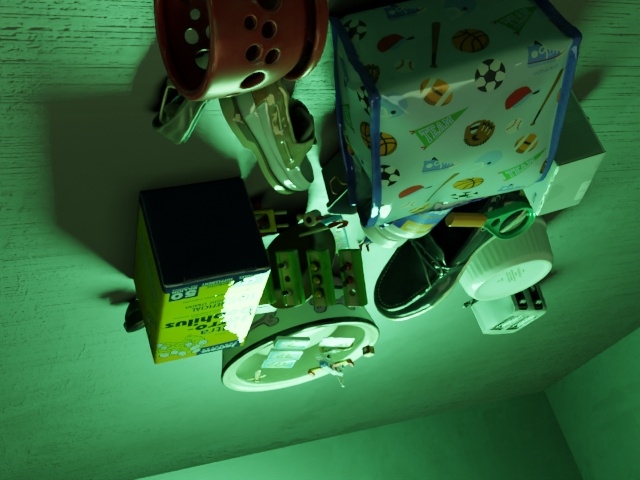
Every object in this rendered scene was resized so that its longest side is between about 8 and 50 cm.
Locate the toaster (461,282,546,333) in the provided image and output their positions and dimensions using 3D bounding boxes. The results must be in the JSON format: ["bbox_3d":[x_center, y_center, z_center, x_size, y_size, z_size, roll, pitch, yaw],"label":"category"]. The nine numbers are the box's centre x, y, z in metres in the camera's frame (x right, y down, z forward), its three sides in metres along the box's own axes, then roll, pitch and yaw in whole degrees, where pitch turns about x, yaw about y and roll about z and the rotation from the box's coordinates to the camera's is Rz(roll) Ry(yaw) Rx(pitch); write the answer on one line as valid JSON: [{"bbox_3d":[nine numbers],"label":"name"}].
[{"bbox_3d":[0.557,0.200,2.602,0.168,0.110,0.185,5,146,-41],"label":"toaster"}]

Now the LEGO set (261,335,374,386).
[{"bbox_3d":[-0.002,0.281,2.029,0.244,0.060,0.182,3,149,-17],"label":"LEGO set"}]

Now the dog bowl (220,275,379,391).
[{"bbox_3d":[-0.066,0.229,2.165,0.407,0.150,0.408,-15,155,-7],"label":"dog bowl"}]

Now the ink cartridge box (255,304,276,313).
[{"bbox_3d":[-0.145,0.095,1.861,0.088,0.123,0.052,-6,152,-26],"label":"ink cartridge box"}]

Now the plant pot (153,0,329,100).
[{"bbox_3d":[-0.093,-0.274,1.066,0.174,0.191,0.191,-11,154,-26],"label":"plant pot"}]

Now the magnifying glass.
[{"bbox_3d":[0.340,-0.039,1.728,0.230,0.026,0.092,2,133,-35],"label":"magnifying glass"}]

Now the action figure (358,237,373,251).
[{"bbox_3d":[0.133,-0.010,1.965,0.038,0.030,0.115,7,143,-36],"label":"action figure"}]

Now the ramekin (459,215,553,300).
[{"bbox_3d":[0.462,0.049,2.203,0.272,0.127,0.273,-15,155,-7],"label":"ramekin"}]

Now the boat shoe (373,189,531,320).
[{"bbox_3d":[0.260,-0.003,1.895,0.156,0.187,0.500,7,138,-41],"label":"boat shoe"}]

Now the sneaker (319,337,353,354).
[{"bbox_3d":[0.038,0.254,2.082,0.083,0.032,0.037,-8,161,-1],"label":"sneaker"}]

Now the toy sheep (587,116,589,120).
[{"bbox_3d":[0.485,-0.219,1.726,0.091,0.091,0.132,-9,140,-21],"label":"toy sheep"}]

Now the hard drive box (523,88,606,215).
[{"bbox_3d":[0.391,-0.191,1.534,0.089,0.232,0.181,-16,156,-7],"label":"hard drive box"}]

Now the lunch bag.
[{"bbox_3d":[0.195,-0.193,1.369,0.327,0.239,0.386,-16,141,-5],"label":"lunch bag"}]

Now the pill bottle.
[{"bbox_3d":[0.185,-0.099,1.669,0.152,0.152,0.272,-3,150,-32],"label":"pill bottle"}]

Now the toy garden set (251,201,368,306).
[{"bbox_3d":[-0.043,0.028,1.632,0.244,0.204,0.049,-1,-166,29],"label":"toy garden set"}]

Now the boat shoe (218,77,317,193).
[{"bbox_3d":[-0.057,-0.167,1.401,0.103,0.113,0.302,-19,155,12],"label":"boat shoe"}]

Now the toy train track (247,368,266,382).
[{"bbox_3d":[-0.154,0.334,2.123,0.048,0.014,0.083,-12,154,-14],"label":"toy train track"}]

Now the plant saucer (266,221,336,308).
[{"bbox_3d":[-0.058,0.041,1.748,0.198,0.199,0.036,-31,134,25],"label":"plant saucer"}]

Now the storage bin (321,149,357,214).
[{"bbox_3d":[0.055,-0.121,1.603,0.098,0.091,0.135,2,147,-38],"label":"storage bin"}]

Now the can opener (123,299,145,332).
[{"bbox_3d":[-0.345,0.140,1.893,0.186,0.073,0.059,-28,147,-2],"label":"can opener"}]

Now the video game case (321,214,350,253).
[{"bbox_3d":[0.000,0.000,1.902,0.119,0.015,0.166,-19,155,-1],"label":"video game case"}]

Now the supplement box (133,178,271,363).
[{"bbox_3d":[-0.236,0.067,1.654,0.194,0.195,0.357,-10,154,-19],"label":"supplement box"}]

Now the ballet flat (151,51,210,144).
[{"bbox_3d":[-0.183,-0.221,1.260,0.068,0.072,0.213,28,132,-19],"label":"ballet flat"}]
